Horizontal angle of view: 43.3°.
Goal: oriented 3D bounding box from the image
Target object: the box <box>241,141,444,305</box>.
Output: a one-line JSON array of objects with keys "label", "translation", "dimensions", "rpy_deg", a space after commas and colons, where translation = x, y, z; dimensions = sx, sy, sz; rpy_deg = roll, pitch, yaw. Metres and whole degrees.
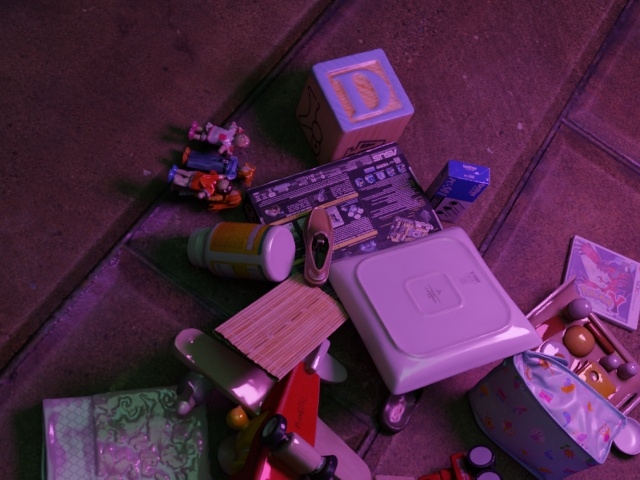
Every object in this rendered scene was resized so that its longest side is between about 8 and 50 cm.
[{"label": "box", "translation": [0.066, -0.023, 1.815], "dimensions": [0.395, 0.097, 0.318], "rpy_deg": [-21, 71, -21]}]

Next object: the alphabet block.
[{"label": "alphabet block", "translation": [0.074, -0.301, 1.887], "dimensions": [0.193, 0.197, 0.192], "rpy_deg": [-17, 72, -21]}]

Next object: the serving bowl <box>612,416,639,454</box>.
[{"label": "serving bowl", "translation": [0.682, 0.438, 1.801], "dimensions": [0.083, 0.027, 0.083], "rpy_deg": [6, 65, -13]}]

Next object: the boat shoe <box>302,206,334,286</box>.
[{"label": "boat shoe", "translation": [0.000, 0.000, 1.685], "dimensions": [0.068, 0.072, 0.190], "rpy_deg": [2, 56, -8]}]

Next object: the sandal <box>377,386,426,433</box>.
[{"label": "sandal", "translation": [0.186, 0.304, 1.715], "dimensions": [0.090, 0.060, 0.219], "rpy_deg": [29, 62, 0]}]

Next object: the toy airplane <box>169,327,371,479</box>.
[{"label": "toy airplane", "translation": [-0.094, 0.343, 1.540], "dimensions": [0.384, 0.272, 0.386], "rpy_deg": [8, 46, -54]}]

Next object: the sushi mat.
[{"label": "sushi mat", "translation": [-0.063, 0.158, 1.548], "dimensions": [0.151, 0.019, 0.316], "rpy_deg": [38, 31, 12]}]

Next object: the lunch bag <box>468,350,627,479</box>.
[{"label": "lunch bag", "translation": [0.453, 0.354, 1.671], "dimensions": [0.262, 0.223, 0.160], "rpy_deg": [42, 57, 8]}]

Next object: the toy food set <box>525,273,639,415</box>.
[{"label": "toy food set", "translation": [0.599, 0.255, 1.815], "dimensions": [0.220, 0.092, 0.306], "rpy_deg": [-36, 81, -21]}]

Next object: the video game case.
[{"label": "video game case", "translation": [0.689, 0.103, 1.959], "dimensions": [0.201, 0.023, 0.183], "rpy_deg": [23, 62, -3]}]

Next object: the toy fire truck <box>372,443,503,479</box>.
[{"label": "toy fire truck", "translation": [0.243, 0.521, 1.574], "dimensions": [0.246, 0.158, 0.217], "rpy_deg": [-14, 38, 3]}]

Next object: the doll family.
[{"label": "doll family", "translation": [-0.234, -0.152, 1.803], "dimensions": [0.163, 0.118, 0.263], "rpy_deg": [14, 45, -1]}]

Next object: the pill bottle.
[{"label": "pill bottle", "translation": [-0.168, 0.021, 1.680], "dimensions": [0.208, 0.117, 0.117], "rpy_deg": [4, 59, 27]}]

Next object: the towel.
[{"label": "towel", "translation": [-0.362, 0.442, 1.516], "dimensions": [0.317, 0.053, 0.332], "rpy_deg": [-2, 67, -16]}]

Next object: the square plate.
[{"label": "square plate", "translation": [0.226, 0.118, 1.650], "dimensions": [0.344, 0.049, 0.347], "rpy_deg": [-16, 51, -17]}]

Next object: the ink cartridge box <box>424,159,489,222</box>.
[{"label": "ink cartridge box", "translation": [0.302, -0.110, 1.852], "dimensions": [0.097, 0.207, 0.046], "rpy_deg": [11, 64, -10]}]
